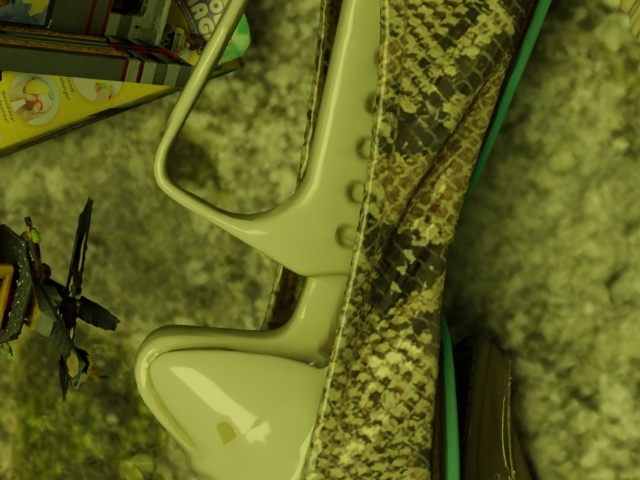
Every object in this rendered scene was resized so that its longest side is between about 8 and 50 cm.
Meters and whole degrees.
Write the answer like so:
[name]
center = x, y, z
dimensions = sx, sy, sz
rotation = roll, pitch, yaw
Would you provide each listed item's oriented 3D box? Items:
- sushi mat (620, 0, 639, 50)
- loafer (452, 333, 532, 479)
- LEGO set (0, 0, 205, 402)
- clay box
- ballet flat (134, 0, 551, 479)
[sushi mat]
center = 0.214, -0.178, 0.828
dimensions = 0.316, 0.019, 0.151
rotation = 115, 149, -45
[loafer]
center = 0.086, 0.123, 1.015
dimensions = 0.056, 0.050, 0.148
rotation = 177, 98, -68
[LEGO set]
center = -0.178, -0.095, 1.015
dimensions = 0.255, 0.192, 0.331
rotation = 23, 106, 49
[clay box]
center = -0.140, -0.130, 1.087
dimensions = 0.222, 0.053, 0.127
rotation = -17, 90, 24
[ballet flat]
center = 0.000, 0.000, 0.954
dimensions = 0.182, 0.164, 0.482
rotation = 8, 95, -18
